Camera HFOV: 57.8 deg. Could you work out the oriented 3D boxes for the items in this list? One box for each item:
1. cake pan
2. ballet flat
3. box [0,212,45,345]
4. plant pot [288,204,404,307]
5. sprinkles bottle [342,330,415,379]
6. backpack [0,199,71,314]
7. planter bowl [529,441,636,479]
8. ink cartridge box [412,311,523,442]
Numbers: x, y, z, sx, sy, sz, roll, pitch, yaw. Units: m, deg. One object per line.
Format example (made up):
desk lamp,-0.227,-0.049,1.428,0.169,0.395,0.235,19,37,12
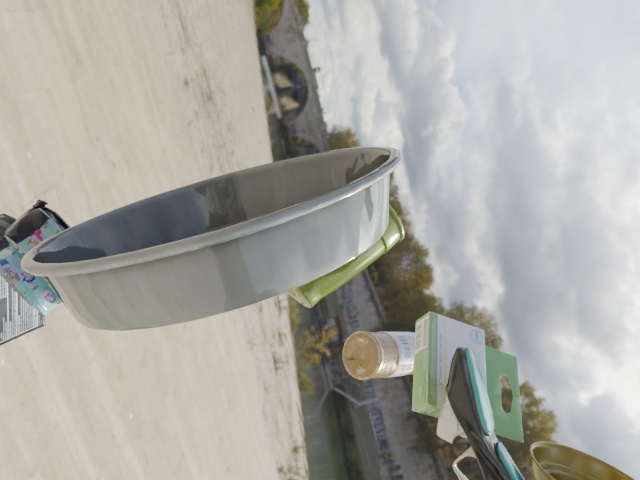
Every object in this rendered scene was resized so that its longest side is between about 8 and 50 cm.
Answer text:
cake pan,-0.074,-0.011,0.458,0.293,0.293,0.054,-103,178,-75
ballet flat,0.235,0.307,0.879,0.095,0.096,0.281,16,51,-66
box,-0.883,0.122,1.474,0.294,0.182,0.296,-31,140,-57
plant pot,0.000,0.000,1.743,0.366,0.353,0.366,40,-13,11
sprinkles bottle,0.211,0.299,1.533,0.355,0.121,0.121,11,58,-48
backpack,-0.599,0.059,1.310,0.253,0.191,0.225,48,-19,-24
planter bowl,0.421,0.416,0.912,0.217,0.217,0.090,-102,-150,-82
ink cartridge box,0.274,0.241,1.020,0.056,0.235,0.171,130,-26,-52
